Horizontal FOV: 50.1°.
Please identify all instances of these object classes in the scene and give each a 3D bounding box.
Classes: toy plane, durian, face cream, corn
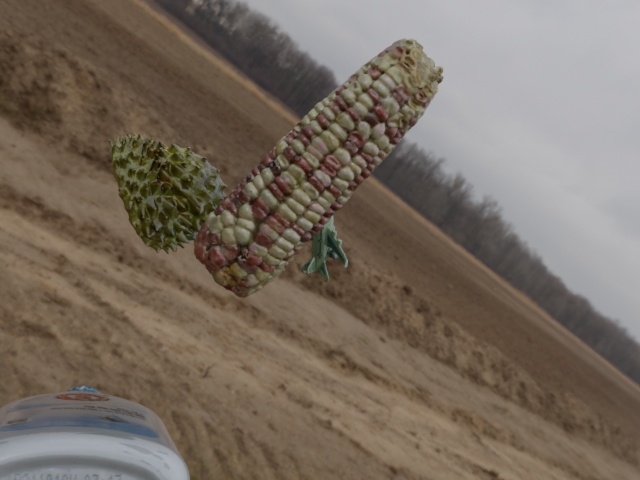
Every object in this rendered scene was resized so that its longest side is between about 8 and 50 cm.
[{"bbox_3d":[0.002,0.000,0.719,0.080,0.083,0.033,22,18,37],"label":"toy plane"},{"bbox_3d":[-0.178,-0.058,0.858,0.119,0.108,0.187,-93,162,-49],"label":"durian"},{"bbox_3d":[-0.213,0.179,0.602,0.163,0.080,0.336,8,-7,-17],"label":"face cream"},{"bbox_3d":[-0.003,-0.055,0.522,0.079,0.237,0.079,41,14,-13],"label":"corn"}]
